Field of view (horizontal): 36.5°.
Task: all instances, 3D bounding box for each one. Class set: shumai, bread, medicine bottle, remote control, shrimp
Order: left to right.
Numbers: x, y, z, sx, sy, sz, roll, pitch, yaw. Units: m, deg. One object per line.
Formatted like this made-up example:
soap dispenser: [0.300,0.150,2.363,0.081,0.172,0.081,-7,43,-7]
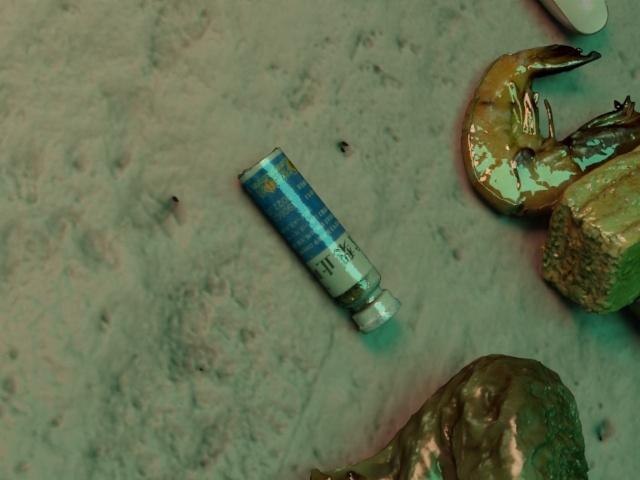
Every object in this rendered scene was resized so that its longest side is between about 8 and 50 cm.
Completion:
medicine bottle: [0.000,0.000,0.908,0.051,0.051,0.191,-40,94,-25]
shumai: [0.120,0.214,0.866,0.261,0.222,0.225,-7,92,-60]
remote control: [0.237,-0.319,1.088,0.073,0.044,0.229,-36,85,-29]
shrimp: [0.270,-0.134,1.049,0.289,0.075,0.178,-23,84,-12]
bread: [0.324,-0.023,0.982,0.196,0.138,0.102,-32,57,-17]

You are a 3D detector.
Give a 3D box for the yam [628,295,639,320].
yam: [0.418,0.101,1.026,0.194,0.107,0.107,46,65,-6]
